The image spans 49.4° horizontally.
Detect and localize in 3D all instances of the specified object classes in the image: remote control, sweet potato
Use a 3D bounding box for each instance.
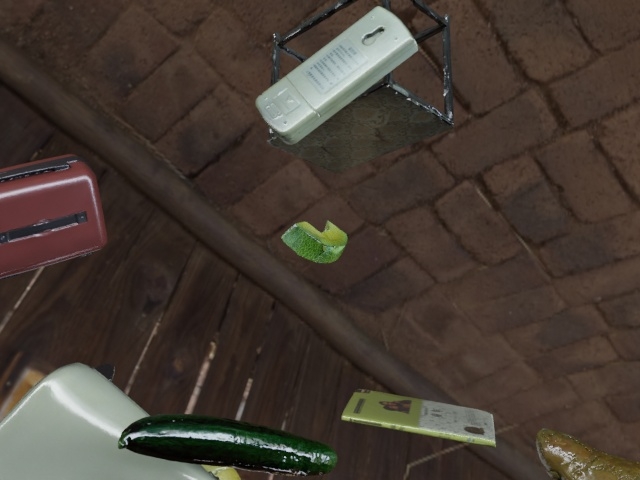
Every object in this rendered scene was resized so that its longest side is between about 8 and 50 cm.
[{"bbox_3d":[0.020,-0.230,0.972,0.233,0.098,0.038,-38,148,2],"label":"remote control"},{"bbox_3d":[0.338,0.230,0.569,0.310,0.097,0.124,12,180,5],"label":"sweet potato"}]

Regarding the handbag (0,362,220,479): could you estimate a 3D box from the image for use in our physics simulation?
[{"bbox_3d":[-0.244,0.307,0.776,0.315,0.241,0.109,42,174,15],"label":"handbag"}]

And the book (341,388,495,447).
[{"bbox_3d":[0.240,0.422,1.665,0.352,0.239,0.035,8,93,10],"label":"book"}]

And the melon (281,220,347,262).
[{"bbox_3d":[0.000,0.000,1.877,0.118,0.209,0.064,47,118,19],"label":"melon"}]

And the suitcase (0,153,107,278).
[{"bbox_3d":[-0.651,-0.059,1.587,0.161,0.297,0.236,34,135,48],"label":"suitcase"}]

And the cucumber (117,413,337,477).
[{"bbox_3d":[-0.089,0.226,0.767,0.284,0.056,0.056,20,140,-35],"label":"cucumber"}]

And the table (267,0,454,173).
[{"bbox_3d":[0.080,-0.343,1.472,0.335,0.272,0.222,-16,154,42],"label":"table"}]

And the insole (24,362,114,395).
[{"bbox_3d":[-0.593,0.350,1.604,0.349,0.119,0.009,-21,132,30],"label":"insole"}]

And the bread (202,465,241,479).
[{"bbox_3d":[-0.184,0.430,1.174,0.064,0.117,0.156,7,172,-32],"label":"bread"}]
